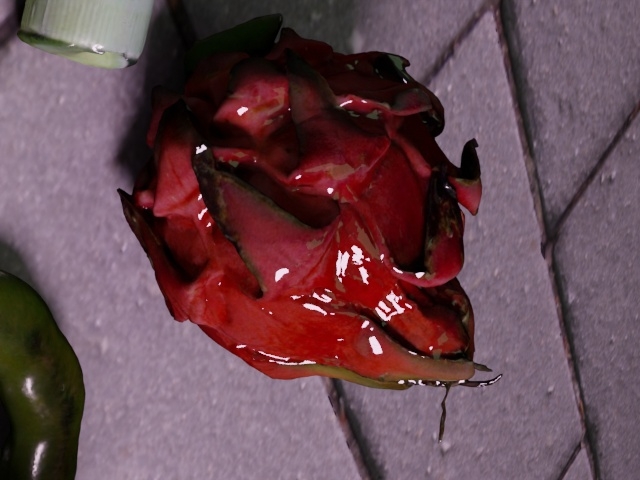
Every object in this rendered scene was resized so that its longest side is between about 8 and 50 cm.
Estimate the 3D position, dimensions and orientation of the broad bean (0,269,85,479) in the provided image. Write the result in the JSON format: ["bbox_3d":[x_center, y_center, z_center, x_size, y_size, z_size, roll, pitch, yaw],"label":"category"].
[{"bbox_3d":[-0.203,0.124,0.946,0.144,0.049,0.292,-32,131,-33],"label":"broad bean"}]

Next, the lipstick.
[{"bbox_3d":[-0.103,-0.249,0.875,0.076,0.076,0.304,5,102,-57],"label":"lipstick"}]

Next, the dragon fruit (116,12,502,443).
[{"bbox_3d":[0.000,0.000,0.987,0.234,0.293,0.234,-29,158,-13],"label":"dragon fruit"}]
